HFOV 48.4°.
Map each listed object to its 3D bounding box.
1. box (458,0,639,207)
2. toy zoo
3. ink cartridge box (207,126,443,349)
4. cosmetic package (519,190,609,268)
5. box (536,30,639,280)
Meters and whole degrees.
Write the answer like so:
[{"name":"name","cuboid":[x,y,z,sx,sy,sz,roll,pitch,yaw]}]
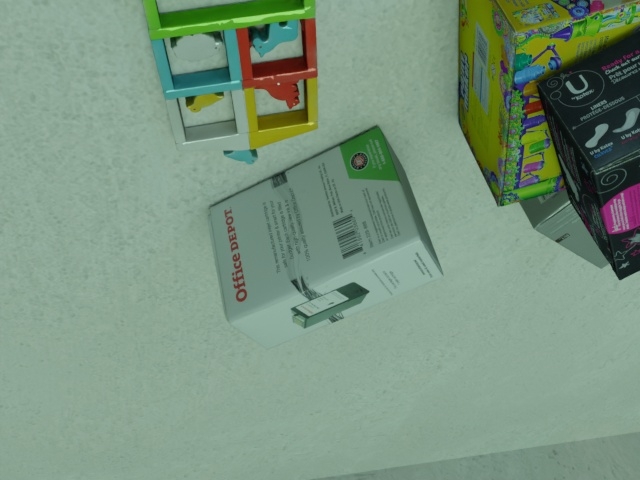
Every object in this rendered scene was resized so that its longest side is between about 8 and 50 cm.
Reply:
[{"name":"box","cuboid":[0.329,-0.224,0.874,0.279,0.177,0.290,-14,143,-1]},{"name":"toy zoo","cuboid":[-0.099,-0.203,0.872,0.192,0.030,0.293,-11,144,-6]},{"name":"ink cartridge box","cuboid":[0.000,0.000,1.028,0.289,0.211,0.121,-24,145,13]},{"name":"cosmetic package","cuboid":[0.452,-0.051,1.212,0.238,0.107,0.127,23,127,-36]},{"name":"box","cuboid":[0.361,-0.094,0.790,0.163,0.142,0.247,-27,143,12]}]
